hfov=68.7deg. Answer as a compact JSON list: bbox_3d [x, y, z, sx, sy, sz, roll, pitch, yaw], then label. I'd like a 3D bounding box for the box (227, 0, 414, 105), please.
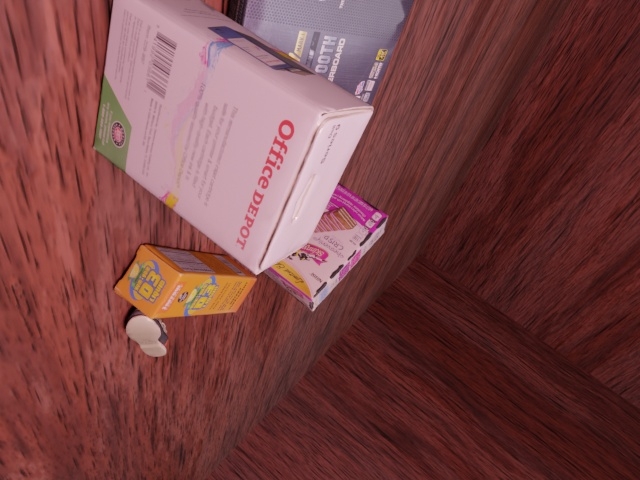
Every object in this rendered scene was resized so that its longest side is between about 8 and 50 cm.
[{"bbox_3d":[-0.007,-0.220,0.505,0.184,0.059,0.232,-5,136,-29],"label":"box"}]

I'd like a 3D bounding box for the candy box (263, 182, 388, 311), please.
[{"bbox_3d":[0.000,0.000,0.925,0.233,0.159,0.071,-47,161,-21],"label":"candy box"}]

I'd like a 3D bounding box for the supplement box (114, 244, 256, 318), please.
[{"bbox_3d":[-0.188,0.064,0.699,0.078,0.080,0.233,-57,161,5],"label":"supplement box"}]

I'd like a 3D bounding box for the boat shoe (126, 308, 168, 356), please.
[{"bbox_3d":[-0.259,0.133,0.711,0.137,0.049,0.043,95,-7,-56],"label":"boat shoe"}]

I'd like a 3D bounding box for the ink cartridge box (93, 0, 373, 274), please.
[{"bbox_3d":[-0.085,-0.097,0.411,0.093,0.212,0.154,-30,151,-53],"label":"ink cartridge box"}]
